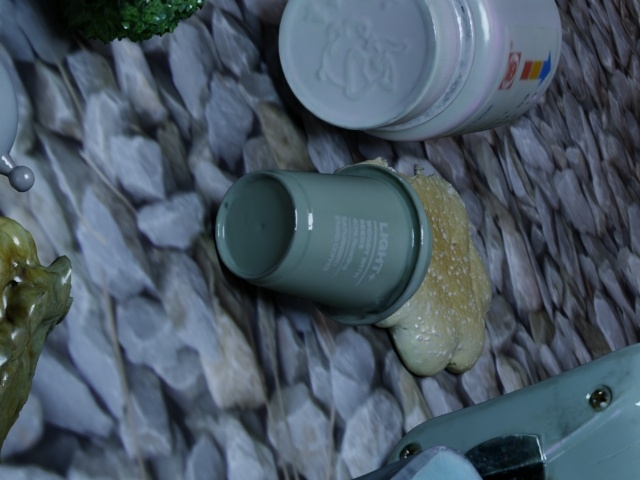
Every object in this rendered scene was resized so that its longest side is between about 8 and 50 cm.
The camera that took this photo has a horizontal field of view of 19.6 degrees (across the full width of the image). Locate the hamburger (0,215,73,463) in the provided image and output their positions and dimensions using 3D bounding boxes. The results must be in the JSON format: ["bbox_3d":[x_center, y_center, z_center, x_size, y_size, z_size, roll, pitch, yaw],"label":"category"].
[{"bbox_3d":[-0.201,0.079,0.800,0.130,0.183,0.206,22,39,1],"label":"hamburger"}]

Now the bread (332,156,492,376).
[{"bbox_3d":[0.087,0.024,1.554,0.251,0.039,0.182,7,63,-63],"label":"bread"}]

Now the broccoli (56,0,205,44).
[{"bbox_3d":[-0.129,-0.334,1.130,0.413,0.310,0.321,92,5,-51],"label":"broccoli"}]

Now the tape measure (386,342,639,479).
[{"bbox_3d":[0.168,0.201,1.321,0.125,0.243,0.246,40,36,-44],"label":"tape measure"}]

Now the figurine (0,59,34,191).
[{"bbox_3d":[-0.225,-0.099,0.979,0.197,0.093,0.147,60,2,3],"label":"figurine"}]

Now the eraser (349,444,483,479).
[{"bbox_3d":[-0.036,0.190,0.941,0.081,0.227,0.174,62,26,-4],"label":"eraser"}]

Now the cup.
[{"bbox_3d":[0.000,0.000,1.323,0.141,0.120,0.120,6,63,-51],"label":"cup"}]

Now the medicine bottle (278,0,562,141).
[{"bbox_3d":[0.087,-0.168,1.558,0.293,0.170,0.170,-16,84,-66],"label":"medicine bottle"}]
